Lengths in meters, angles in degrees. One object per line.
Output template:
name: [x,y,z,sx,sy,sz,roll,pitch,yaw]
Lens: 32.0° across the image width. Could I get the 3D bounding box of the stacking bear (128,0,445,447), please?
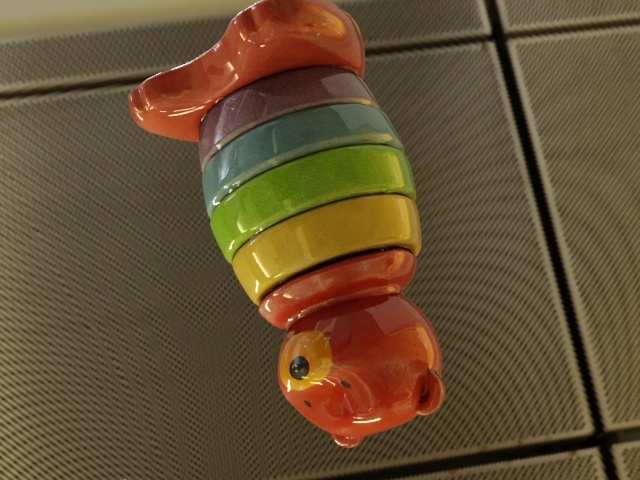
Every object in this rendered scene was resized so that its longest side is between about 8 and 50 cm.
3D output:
stacking bear: [0.000,0.000,0.803,0.175,0.164,0.289,-28,-108,33]
